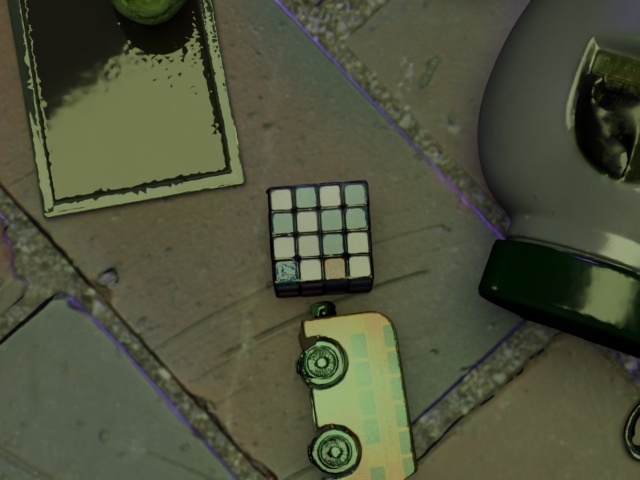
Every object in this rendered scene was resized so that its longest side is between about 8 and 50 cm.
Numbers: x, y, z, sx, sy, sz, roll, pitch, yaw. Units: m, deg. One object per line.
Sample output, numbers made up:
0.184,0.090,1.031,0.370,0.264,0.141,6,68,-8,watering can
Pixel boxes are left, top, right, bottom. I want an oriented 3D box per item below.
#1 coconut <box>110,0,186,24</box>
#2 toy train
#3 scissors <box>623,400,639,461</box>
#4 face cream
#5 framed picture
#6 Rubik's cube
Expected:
-0.163,-0.246,1.487,0.088,0.096,0.087,-4,120,-8,coconut
0.031,0.145,1.441,0.099,0.072,0.188,-7,81,0,toy train
0.417,0.129,1.451,0.300,0.022,0.109,-33,78,1,scissors
0.292,-0.084,1.396,0.313,0.219,0.357,18,86,19,face cream
-0.188,-0.157,1.520,0.197,0.014,0.252,-10,81,-1,framed picture
0.000,0.000,1.454,0.092,0.092,0.092,-4,80,-1,Rubik's cube
